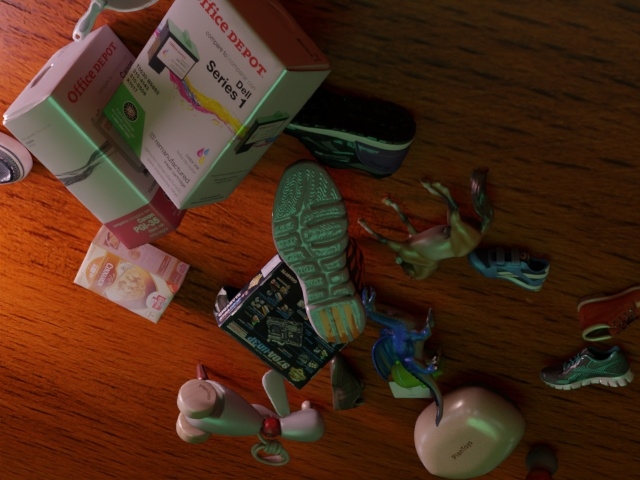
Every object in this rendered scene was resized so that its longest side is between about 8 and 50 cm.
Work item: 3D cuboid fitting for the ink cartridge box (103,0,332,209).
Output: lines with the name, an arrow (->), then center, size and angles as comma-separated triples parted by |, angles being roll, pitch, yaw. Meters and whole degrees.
ink cartridge box -> -0.150, -0.212, 1.193 | 0.201, 0.117, 0.278 | 51, 122, 13

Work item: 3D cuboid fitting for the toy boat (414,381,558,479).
toy boat -> 0.352, 0.420, 1.749 | 0.318, 0.148, 0.267 | 36, 129, -6

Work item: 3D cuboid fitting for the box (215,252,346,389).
box -> -0.058, 0.156, 1.610 | 0.220, 0.051, 0.175 | 41, 97, -23

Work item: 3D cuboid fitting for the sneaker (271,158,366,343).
sneaker -> 0.000, 0.000, 1.424 | 0.125, 0.180, 0.321 | -9, 113, 6

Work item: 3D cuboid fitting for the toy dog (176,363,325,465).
toy dog -> -0.167, 0.358, 1.875 | 0.334, 0.161, 0.220 | 23, 136, -26

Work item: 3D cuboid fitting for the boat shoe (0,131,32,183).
boat shoe -> -0.706, -0.123, 1.540 | 0.341, 0.158, 0.127 | 6, 135, 14

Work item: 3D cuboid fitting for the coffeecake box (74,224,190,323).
coffeecake box -> -0.373, 0.066, 1.679 | 0.186, 0.068, 0.142 | 28, 135, -10

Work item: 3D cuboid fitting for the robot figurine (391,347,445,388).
robot figurine -> 0.188, 0.252, 1.673 | 0.115, 0.067, 0.101 | -26, 125, 37

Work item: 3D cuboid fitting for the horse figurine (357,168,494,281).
horse figurine -> 0.190, -0.018, 1.406 | 0.263, 0.066, 0.174 | -28, 114, 40

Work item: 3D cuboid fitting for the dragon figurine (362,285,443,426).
dragon figurine -> 0.148, 0.207, 1.590 | 0.144, 0.085, 0.289 | -8, 109, 17

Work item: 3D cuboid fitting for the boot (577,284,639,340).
boot -> 0.512, 0.126, 1.426 | 0.158, 0.084, 0.059 | -18, 124, 31

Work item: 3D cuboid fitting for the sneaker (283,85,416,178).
sneaker -> -0.006, -0.164, 1.303 | 0.283, 0.107, 0.124 | 19, 142, 0

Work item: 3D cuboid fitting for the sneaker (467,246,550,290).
sneaker -> 0.317, 0.036, 1.426 | 0.144, 0.053, 0.059 | 15, 138, -9

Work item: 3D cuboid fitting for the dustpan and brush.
dustpan and brush -> -0.303, -0.368, 1.227 | 0.147, 0.060, 0.211 | 35, 134, -16

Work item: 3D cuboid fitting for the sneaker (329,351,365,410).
sneaker -> 0.056, 0.287, 1.769 | 0.071, 0.066, 0.188 | -5, 139, 0

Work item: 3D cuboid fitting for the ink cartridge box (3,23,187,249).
ink cartridge box -> -0.321, -0.160, 1.334 | 0.117, 0.207, 0.283 | -19, 125, 32

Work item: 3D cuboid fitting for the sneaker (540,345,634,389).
sneaker -> 0.486, 0.227, 1.563 | 0.167, 0.065, 0.076 | -10, 113, 23

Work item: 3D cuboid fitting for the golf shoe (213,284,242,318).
golf shoe -> -0.113, 0.143, 1.662 | 0.198, 0.077, 0.094 | 15, 136, 3

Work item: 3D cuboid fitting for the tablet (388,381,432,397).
tablet -> 0.189, 0.313, 1.778 | 0.083, 0.006, 0.054 | -4, 131, 22
